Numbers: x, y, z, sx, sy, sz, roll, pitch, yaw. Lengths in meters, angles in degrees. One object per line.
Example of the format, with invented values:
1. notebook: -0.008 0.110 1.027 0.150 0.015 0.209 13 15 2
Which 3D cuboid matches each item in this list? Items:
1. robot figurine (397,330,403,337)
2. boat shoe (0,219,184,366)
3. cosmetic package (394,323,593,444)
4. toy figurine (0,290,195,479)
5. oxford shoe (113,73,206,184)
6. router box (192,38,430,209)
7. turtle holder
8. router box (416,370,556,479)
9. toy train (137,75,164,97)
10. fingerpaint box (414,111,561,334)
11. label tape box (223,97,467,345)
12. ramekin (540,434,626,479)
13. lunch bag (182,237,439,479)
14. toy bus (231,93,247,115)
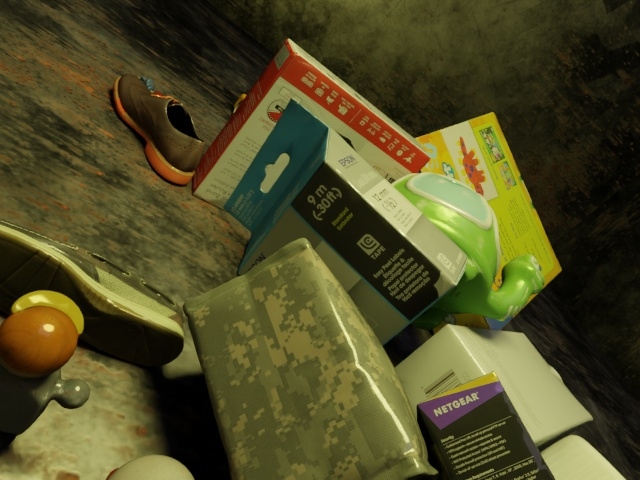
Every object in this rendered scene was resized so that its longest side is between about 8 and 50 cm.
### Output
1. robot figurine: 0.124 0.138 0.893 0.101 0.067 0.115 28 26 -51
2. boat shoe: -0.235 0.049 0.459 0.224 0.080 0.073 37 17 -26
3. cosmetic package: 0.326 0.290 0.850 0.385 0.156 0.217 19 32 -46
4. toy figurine: -0.200 0.143 0.247 0.209 0.148 0.213 50 24 18
5. oxford shoe: -0.284 -0.225 0.827 0.271 0.098 0.097 52 24 21
6. router box: -0.014 -0.141 0.860 0.335 0.301 0.082 27 28 -33
7. turtle holder: 0.221 0.004 0.810 0.227 0.320 0.243 -55 141 -35
8. router box: 0.186 0.295 0.471 0.309 0.081 0.242 69 -2 -58
9. toy train: -0.333 -0.282 0.931 0.158 0.036 0.027 51 24 21
10. fingerpaint box: 0.350 -0.045 1.106 0.371 0.163 0.444 -26 93 -38
11. label tape box: 0.000 0.000 0.689 0.348 0.249 0.115 43 32 3
12. ramekin: 0.415 0.426 0.665 0.277 0.135 0.277 49 4 -5
13. lunch bag: 0.007 0.175 0.495 0.235 0.169 0.287 62 3 34
14. toy bus: -0.132 -0.284 1.143 0.108 0.130 0.332 27 27 -33
